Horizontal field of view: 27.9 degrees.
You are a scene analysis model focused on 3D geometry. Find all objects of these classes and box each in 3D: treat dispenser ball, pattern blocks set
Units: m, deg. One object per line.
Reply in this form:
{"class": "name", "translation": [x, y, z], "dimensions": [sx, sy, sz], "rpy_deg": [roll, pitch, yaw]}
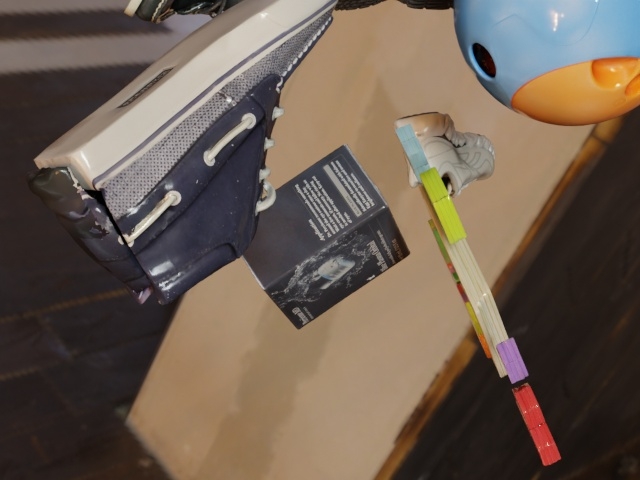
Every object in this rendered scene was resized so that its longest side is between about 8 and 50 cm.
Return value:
{"class": "treat dispenser ball", "translation": [0.304, -0.281, 1.550], "dimensions": [0.288, 0.288, 0.288], "rpy_deg": [20, 32, -13]}
{"class": "pattern blocks set", "translation": [0.148, 0.041, 1.291], "dimensions": [0.026, 0.285, 0.325], "rpy_deg": [-23, 37, 4]}

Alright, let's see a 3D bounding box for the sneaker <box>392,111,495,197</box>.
{"class": "sneaker", "translation": [0.199, -0.117, 2.034], "dimensions": [0.292, 0.110, 0.118], "rpy_deg": [13, 69, -60]}

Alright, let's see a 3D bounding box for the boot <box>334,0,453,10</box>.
{"class": "boot", "translation": [0.057, -0.415, 1.641], "dimensions": [0.338, 0.118, 0.223], "rpy_deg": [-3, 75, -38]}

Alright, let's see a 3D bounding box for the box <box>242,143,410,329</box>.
{"class": "box", "translation": [0.000, 0.000, 1.393], "dimensions": [0.093, 0.158, 0.156], "rpy_deg": [56, 0, 24]}

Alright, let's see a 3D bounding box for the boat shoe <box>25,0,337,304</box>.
{"class": "boat shoe", "translation": [-0.083, -0.090, 1.109], "dimensions": [0.340, 0.127, 0.158], "rpy_deg": [-42, 112, -25]}

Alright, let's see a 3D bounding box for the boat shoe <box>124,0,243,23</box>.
{"class": "boat shoe", "translation": [-0.126, -0.330, 1.571], "dimensions": [0.113, 0.127, 0.340], "rpy_deg": [38, 29, -6]}
